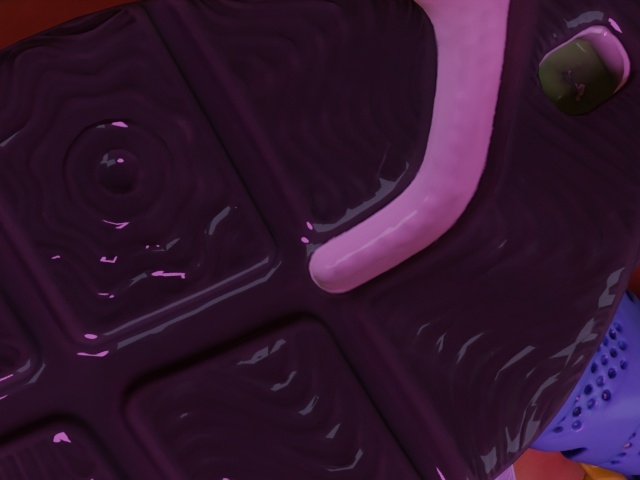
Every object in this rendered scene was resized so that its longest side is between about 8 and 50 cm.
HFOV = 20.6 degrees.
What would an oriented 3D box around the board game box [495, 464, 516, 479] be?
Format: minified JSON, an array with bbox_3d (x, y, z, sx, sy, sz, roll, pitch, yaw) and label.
[{"bbox_3d":[-0.016,0.202,0.835,0.318,0.066,0.318,-48,142,-30],"label":"board game box"}]

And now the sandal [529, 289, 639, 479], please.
[{"bbox_3d":[0.179,0.084,0.966,0.317,0.138,0.126,34,72,-45],"label":"sandal"}]

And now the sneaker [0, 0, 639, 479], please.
[{"bbox_3d":[0.001,0.001,0.612,0.447,0.169,0.257,-30,178,-21],"label":"sneaker"}]
